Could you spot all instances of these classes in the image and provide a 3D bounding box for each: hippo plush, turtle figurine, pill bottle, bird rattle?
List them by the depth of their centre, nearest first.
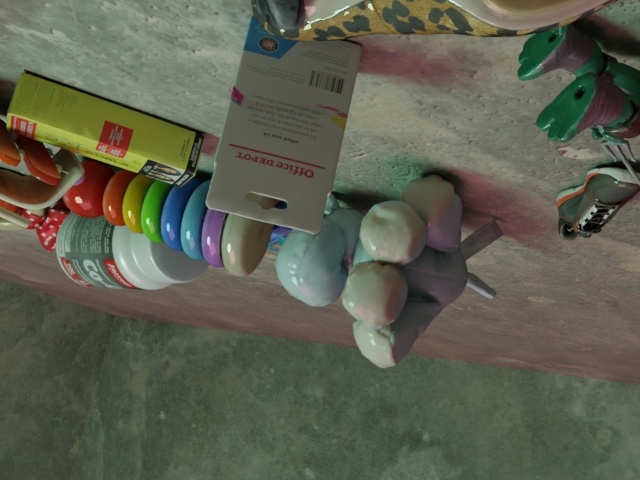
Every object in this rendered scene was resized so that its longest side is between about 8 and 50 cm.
[{"bbox_3d":[0.273,-0.088,0.615,0.234,0.118,0.175,20,-156,-24],"label":"turtle figurine"},{"bbox_3d":[0.071,0.001,1.046,0.236,0.234,0.294,23,-143,37],"label":"hippo plush"},{"bbox_3d":[-0.330,0.007,1.366,0.283,0.161,0.161,-2,160,43],"label":"pill bottle"},{"bbox_3d":[-0.584,-0.055,1.430,0.253,0.143,0.207,8,149,4],"label":"bird rattle"}]

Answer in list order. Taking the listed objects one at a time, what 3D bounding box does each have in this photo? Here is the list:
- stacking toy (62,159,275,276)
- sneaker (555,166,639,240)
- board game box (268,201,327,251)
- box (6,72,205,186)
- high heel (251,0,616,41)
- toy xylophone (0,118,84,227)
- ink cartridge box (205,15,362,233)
[{"bbox_3d":[-0.242,-0.054,1.173,0.330,0.141,0.141,16,167,14],"label":"stacking toy"},{"bbox_3d":[0.314,-0.035,0.866,0.061,0.065,0.158,13,166,-2],"label":"sneaker"},{"bbox_3d":[0.000,0.000,1.295,0.210,0.047,0.160,19,164,-22],"label":"board game box"},{"bbox_3d":[-0.271,-0.136,0.976,0.232,0.058,0.087,19,166,-21],"label":"box"},{"bbox_3d":[0.079,-0.182,0.538,0.261,0.093,0.186,0,-172,-1],"label":"high heel"},{"bbox_3d":[-0.450,-0.122,0.962,0.322,0.081,0.236,25,-170,-44],"label":"toy xylophone"},{"bbox_3d":[-0.034,-0.095,0.689,0.104,0.181,0.061,14,166,-5],"label":"ink cartridge box"}]
